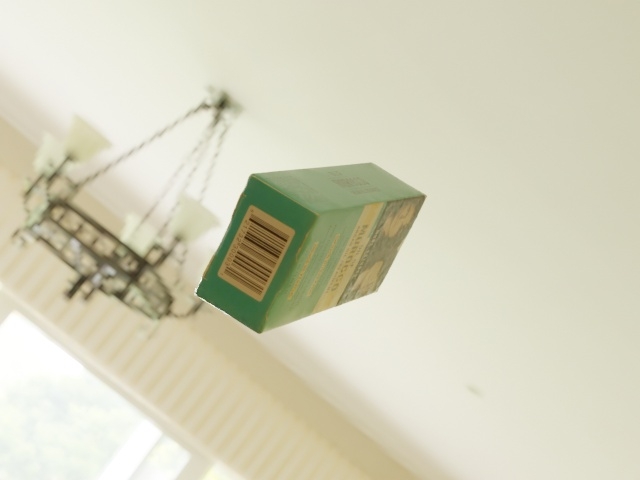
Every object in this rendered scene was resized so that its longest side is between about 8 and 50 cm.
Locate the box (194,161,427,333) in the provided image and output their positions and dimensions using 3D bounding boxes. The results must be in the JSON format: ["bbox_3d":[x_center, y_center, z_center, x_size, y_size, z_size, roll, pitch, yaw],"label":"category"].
[{"bbox_3d":[0.000,0.000,1.022,0.060,0.100,0.244,31,16,17],"label":"box"}]
